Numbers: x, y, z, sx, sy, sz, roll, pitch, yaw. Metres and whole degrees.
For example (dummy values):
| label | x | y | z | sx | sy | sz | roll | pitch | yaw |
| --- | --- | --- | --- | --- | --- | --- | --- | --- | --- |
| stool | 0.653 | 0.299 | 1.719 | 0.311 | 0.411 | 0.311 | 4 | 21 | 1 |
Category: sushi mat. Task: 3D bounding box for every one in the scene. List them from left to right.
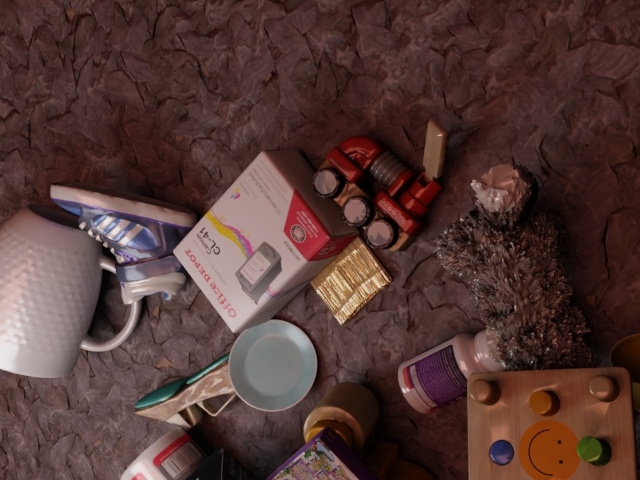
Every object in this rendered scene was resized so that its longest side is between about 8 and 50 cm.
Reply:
| label | x | y | z | sx | sy | sz | roll | pitch | yaw |
| --- | --- | --- | --- | --- | --- | --- | --- | --- | --- |
| sushi mat | 0.000 | 0.000 | 1.842 | 0.151 | 0.019 | 0.316 | -44 | 75 | 29 |

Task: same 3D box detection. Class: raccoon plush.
| label | x | y | z | sx | sy | sz | roll | pitch | yaw |
| --- | --- | --- | --- | --- | --- | --- | --- | --- | --- |
| raccoon plush | 0.307 | 0.090 | 1.464 | 0.216 | 0.446 | 0.299 | -24 | 72 | 17 |

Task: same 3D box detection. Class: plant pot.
| label | x | y | z | sx | sy | sz | roll | pitch | yaw |
| --- | --- | --- | --- | --- | --- | --- | --- | --- | --- |
| plant pot | 0.543 | 0.228 | 1.516 | 0.134 | 0.134 | 0.095 | 7 | 127 | 29 |

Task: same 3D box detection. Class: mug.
| label | x | y | z | sx | sy | sz | roll | pitch | yaw |
| --- | --- | --- | --- | --- | --- | --- | --- | --- | --- |
| mug | -0.585 | 0.116 | 2.076 | 0.374 | 0.276 | 0.328 | 21 | 97 | -6 |

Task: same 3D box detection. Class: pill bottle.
| label | x | y | z | sx | sy | sz | roll | pitch | yaw |
| --- | --- | --- | --- | --- | --- | --- | --- | --- | --- |
| pill bottle | -0.262 | 0.571 | 1.982 | 0.318 | 0.176 | 0.176 | 46 | 117 | 10 |
| pill bottle | 0.246 | 0.232 | 1.685 | 0.193 | 0.108 | 0.108 | -32 | 81 | 30 |

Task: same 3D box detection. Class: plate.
| label | x | y | z | sx | sy | sz | roll | pitch | yaw |
| --- | --- | --- | --- | --- | --- | --- | --- | --- | --- |
| plate | -0.097 | 0.256 | 1.904 | 0.188 | 0.024 | 0.188 | -2 | 79 | 11 |

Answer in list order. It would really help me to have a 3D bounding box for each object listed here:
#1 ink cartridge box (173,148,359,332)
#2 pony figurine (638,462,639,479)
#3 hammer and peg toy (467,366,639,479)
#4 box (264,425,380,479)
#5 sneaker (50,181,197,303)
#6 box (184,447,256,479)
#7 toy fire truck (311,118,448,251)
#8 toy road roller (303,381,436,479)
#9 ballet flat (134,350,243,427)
| label | x | y | z | sx | sy | sz | roll | pitch | yaw |
| --- | --- | --- | --- | --- | --- | --- | --- | --- | --- |
| ink cartridge box | -0.109 | 0.001 | 1.819 | 0.306 | 0.131 | 0.226 | -45 | 75 | 25 |
| pony figurine | 0.524 | 0.472 | 1.469 | 0.364 | 0.303 | 0.350 | 5 | 76 | 9 |
| hammer and peg toy | 0.339 | 0.374 | 1.390 | 0.266 | 0.127 | 0.361 | -6 | 73 | 27 |
| box | 0.040 | 0.499 | 1.646 | 0.293 | 0.057 | 0.201 | 46 | 112 | 2 |
| sneaker | -0.433 | 0.018 | 1.974 | 0.323 | 0.130 | 0.236 | 13 | 99 | -5 |
| box | -0.127 | 0.630 | 1.748 | 0.212 | 0.293 | 0.395 | -43 | 95 | -3 |
| toy fire truck | 0.130 | -0.128 | 1.686 | 0.217 | 0.158 | 0.246 | 45 | 104 | 17 |
| toy road roller | 0.106 | 0.448 | 1.753 | 0.241 | 0.202 | 0.329 | 1 | 104 | 18 |
| ballet flat | -0.273 | 0.343 | 2.006 | 0.316 | 0.107 | 0.106 | -29 | 96 | 30 |
